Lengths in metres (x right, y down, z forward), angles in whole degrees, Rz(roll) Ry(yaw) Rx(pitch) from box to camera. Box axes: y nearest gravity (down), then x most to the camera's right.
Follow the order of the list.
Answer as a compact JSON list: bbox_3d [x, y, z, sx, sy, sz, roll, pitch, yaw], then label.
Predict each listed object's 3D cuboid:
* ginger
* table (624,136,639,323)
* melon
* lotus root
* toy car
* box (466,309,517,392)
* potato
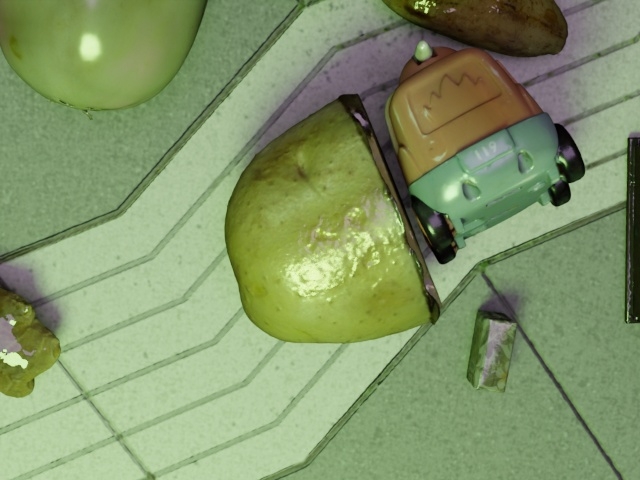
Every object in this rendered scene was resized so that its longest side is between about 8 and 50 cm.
[{"bbox_3d":[-0.400,0.048,1.030,0.131,0.086,0.295,-17,94,17],"label":"ginger"},{"bbox_3d":[0.514,-0.001,1.035,0.196,0.282,0.251,-1,97,-8],"label":"table"},{"bbox_3d":[-0.230,-0.288,0.943,0.223,0.223,0.317,14,99,-8],"label":"melon"},{"bbox_3d":[0.183,-0.294,1.060,0.258,0.097,0.110,16,91,-12],"label":"lotus root"},{"bbox_3d":[0.165,-0.111,1.007,0.180,0.270,0.212,-27,77,5],"label":"toy car"},{"bbox_3d":[0.217,0.141,1.125,0.045,0.062,0.098,10,97,-4],"label":"box"},{"bbox_3d":[0.000,0.000,1.012,0.242,0.242,0.285,-23,113,-4],"label":"potato"}]
